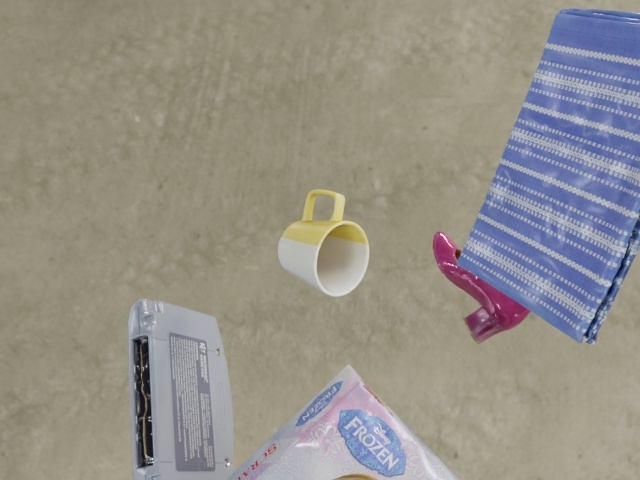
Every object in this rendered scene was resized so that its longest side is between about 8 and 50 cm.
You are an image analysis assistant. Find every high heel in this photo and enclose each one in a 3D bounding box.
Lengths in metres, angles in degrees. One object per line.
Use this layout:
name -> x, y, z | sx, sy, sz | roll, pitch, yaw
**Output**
high heel -> 0.280, 0.057, 1.376 | 0.117, 0.082, 0.244 | -36, 44, 21

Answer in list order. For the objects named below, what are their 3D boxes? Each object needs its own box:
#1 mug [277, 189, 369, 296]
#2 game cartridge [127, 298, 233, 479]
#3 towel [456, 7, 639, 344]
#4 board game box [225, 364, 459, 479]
mug -> 0.001, 0.004, 0.657 | 0.064, 0.062, 0.078 | 14, 68, 47
game cartridge -> -0.204, 0.247, 1.172 | 0.060, 0.196, 0.294 | -18, 67, 27
towel -> 0.274, -0.084, 0.850 | 0.040, 0.336, 0.243 | 14, 13, -29
board game box -> 0.028, 0.375, 0.977 | 0.318, 0.319, 0.066 | -44, 16, -1
